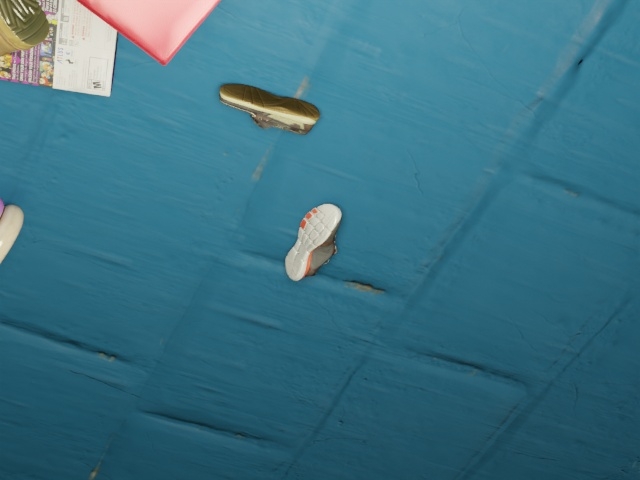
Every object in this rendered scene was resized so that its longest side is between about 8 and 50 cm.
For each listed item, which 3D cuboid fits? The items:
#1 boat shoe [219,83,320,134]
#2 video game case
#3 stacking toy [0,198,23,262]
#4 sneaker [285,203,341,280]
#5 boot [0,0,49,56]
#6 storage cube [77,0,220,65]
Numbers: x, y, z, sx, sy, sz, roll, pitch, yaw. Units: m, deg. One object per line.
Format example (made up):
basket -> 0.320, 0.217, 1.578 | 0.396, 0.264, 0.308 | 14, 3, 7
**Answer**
boat shoe -> -0.078, -0.186, 1.698 | 0.152, 0.056, 0.049 | 15, 125, -14
video game case -> -0.377, -0.313, 1.585 | 0.210, 0.042, 0.232 | 8, 131, -8
stacking toy -> -0.619, -0.071, 1.750 | 0.330, 0.141, 0.141 | 34, 123, -20
sneaker -> 0.000, 0.000, 1.880 | 0.065, 0.061, 0.158 | -1, 140, -38
boot -> -0.506, -0.310, 1.519 | 0.269, 0.089, 0.236 | -12, 114, 38
storage cube -> -0.215, -0.366, 1.421 | 0.193, 0.184, 0.215 | 35, 104, -28
